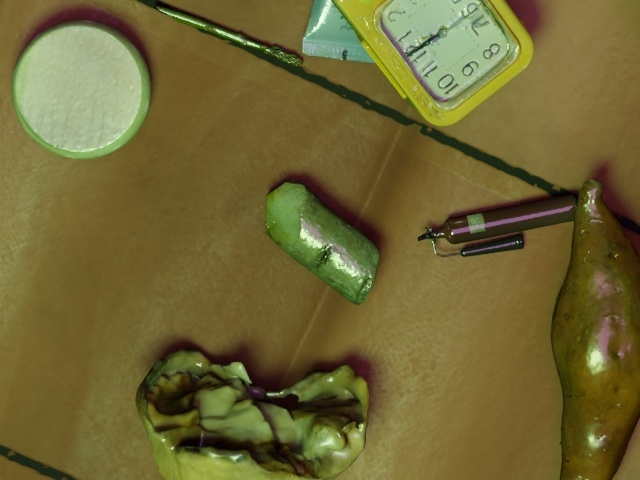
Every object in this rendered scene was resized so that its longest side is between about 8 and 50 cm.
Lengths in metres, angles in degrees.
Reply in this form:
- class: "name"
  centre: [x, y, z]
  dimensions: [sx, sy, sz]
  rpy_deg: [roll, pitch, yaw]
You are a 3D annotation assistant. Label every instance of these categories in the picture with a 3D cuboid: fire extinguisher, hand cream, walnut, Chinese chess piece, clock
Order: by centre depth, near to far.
- class: "clock"
  centre: [0.107, -0.229, 1.807]
  dimensions: [0.143, 0.096, 0.202]
  rpy_deg: [-40, 111, 0]
- class: "walnut"
  centre: [-0.075, 0.210, 1.823]
  dimensions: [0.238, 0.204, 0.141]
  rpy_deg: [8, 117, 4]
- class: "hand cream"
  centre: [0.041, -0.321, 1.840]
  dimensions: [0.091, 0.058, 0.271]
  rpy_deg: [5, 99, -14]
- class: "Chinese chess piece"
  centre: [-0.246, -0.156, 1.846]
  dimensions: [0.144, 0.058, 0.144]
  rpy_deg: [0, 94, -1]
- class: "fire extinguisher"
  centre: [0.187, -0.011, 1.885]
  dimensions: [0.173, 0.035, 0.049]
  rpy_deg: [-11, 134, 0]

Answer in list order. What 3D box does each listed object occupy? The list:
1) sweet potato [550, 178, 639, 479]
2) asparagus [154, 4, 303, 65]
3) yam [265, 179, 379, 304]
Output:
- class: "sweet potato"
  centre: [0.295, 0.114, 1.860]
  dimensions: [0.112, 0.112, 0.359]
  rpy_deg: [-3, 96, -1]
- class: "asparagus"
  centre: [-0.096, -0.214, 1.864]
  dimensions: [0.166, 0.013, 0.016]
  rpy_deg: [20, 53, -4]
- class: "yam"
  centre: [0.000, 0.000, 1.860]
  dimensions: [0.146, 0.070, 0.069]
  rpy_deg: [39, 94, -6]
